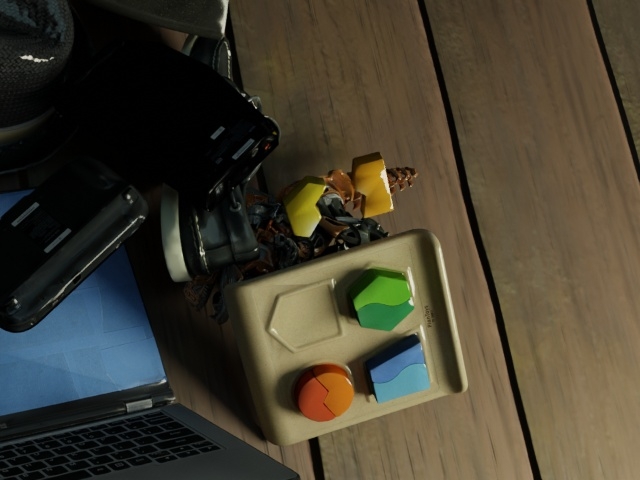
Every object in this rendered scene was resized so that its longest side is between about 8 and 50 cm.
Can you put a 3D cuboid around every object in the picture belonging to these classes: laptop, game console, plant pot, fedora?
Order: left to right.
[{"bbox_3d":[-0.377,-0.233,1.659,0.334,0.152,0.334,12,62,-24],"label":"fedora"},{"bbox_3d":[-0.286,0.110,1.509,0.382,0.408,0.236,-10,107,-31],"label":"laptop"},{"bbox_3d":[-0.225,-0.059,1.598,0.213,0.044,0.361,33,61,21],"label":"game console"},{"bbox_3d":[-0.202,-0.335,1.749,0.167,0.187,0.188,0,110,-23],"label":"plant pot"}]

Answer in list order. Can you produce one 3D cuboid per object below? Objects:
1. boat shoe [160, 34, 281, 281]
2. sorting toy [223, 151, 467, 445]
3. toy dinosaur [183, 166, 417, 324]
[{"bbox_3d":[-0.100,-0.103,1.726,0.113,0.127,0.340,-5,45,9],"label":"boat shoe"},{"bbox_3d":[0.021,0.068,1.641,0.229,0.307,0.041,-15,30,-2],"label":"sorting toy"},{"bbox_3d":[0.000,0.000,1.772,0.322,0.164,0.218,-43,75,-15],"label":"toy dinosaur"}]
